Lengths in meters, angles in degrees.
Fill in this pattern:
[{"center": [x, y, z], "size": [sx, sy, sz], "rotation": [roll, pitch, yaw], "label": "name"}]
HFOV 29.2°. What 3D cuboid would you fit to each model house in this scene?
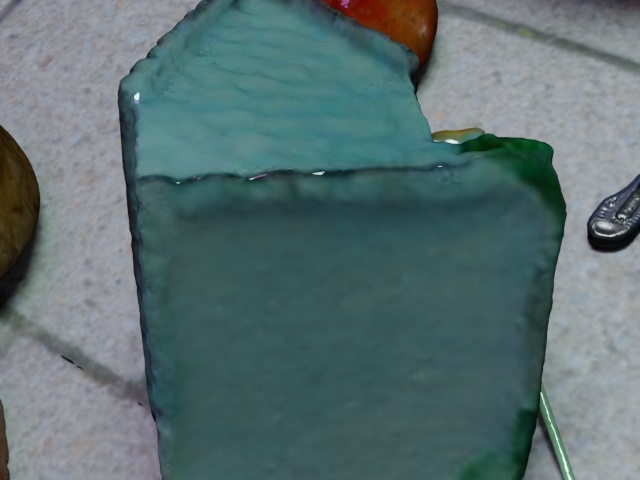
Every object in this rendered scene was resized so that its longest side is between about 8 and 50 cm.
[{"center": [0.000, 0.000, 0.758], "size": [0.229, 0.281, 0.249], "rotation": [-2, 35, -5], "label": "model house"}]

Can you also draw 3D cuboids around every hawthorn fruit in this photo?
[{"center": [0.021, -0.171, 0.941], "size": [0.125, 0.140, 0.125], "rotation": [-12, 73, 43], "label": "hawthorn fruit"}]

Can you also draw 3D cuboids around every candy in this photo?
[{"center": [0.130, 0.076, 0.783], "size": [0.061, 0.061, 0.203], "rotation": [-18, 61, 7], "label": "candy"}]

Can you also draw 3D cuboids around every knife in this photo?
[{"center": [0.225, -0.040, 0.840], "size": [0.031, 0.018, 0.121], "rotation": [31, 70, 31], "label": "knife"}]

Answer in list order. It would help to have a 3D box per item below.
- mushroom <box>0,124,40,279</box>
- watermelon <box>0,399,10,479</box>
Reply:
[{"center": [-0.372, -0.039, 0.935], "size": [0.283, 0.195, 0.263], "rotation": [-8, 35, 23], "label": "mushroom"}, {"center": [-0.329, 0.171, 0.850], "size": [0.318, 0.148, 0.226], "rotation": [6, 41, 39], "label": "watermelon"}]
